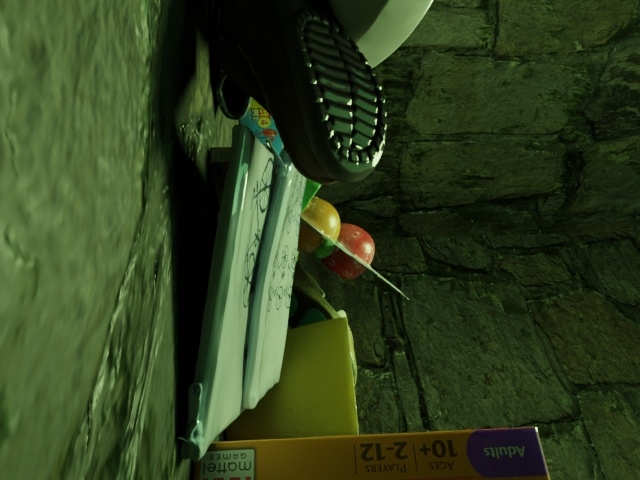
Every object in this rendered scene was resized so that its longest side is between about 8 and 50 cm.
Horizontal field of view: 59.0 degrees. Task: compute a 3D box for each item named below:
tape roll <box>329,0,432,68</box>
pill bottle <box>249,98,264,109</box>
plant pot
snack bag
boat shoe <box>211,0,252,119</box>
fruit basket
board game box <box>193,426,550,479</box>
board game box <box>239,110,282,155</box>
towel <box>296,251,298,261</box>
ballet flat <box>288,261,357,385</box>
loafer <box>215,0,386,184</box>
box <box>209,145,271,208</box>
[{"bbox_3d":[0.018,-0.408,0.718,0.392,0.072,0.393,3,-86,53],"label":"tape roll"},{"bbox_3d":[-0.101,-0.270,1.025,0.065,0.116,0.065,178,-90,-88],"label":"pill bottle"},{"bbox_3d":[-0.047,0.267,0.893,0.212,0.187,0.212,-93,-177,-45],"label":"plant pot"},{"bbox_3d":[-0.069,0.047,0.662,0.342,0.037,0.323,34,64,-82],"label":"snack bag"},{"bbox_3d":[-0.114,-0.260,0.772,0.083,0.065,0.184,-101,-169,-52],"label":"boat shoe"},{"bbox_3d":[0.000,0.000,1.135,0.165,0.353,0.327,-48,-175,1],"label":"fruit basket"},{"bbox_3d":[0.055,0.440,0.619,0.356,0.355,0.357,92,-5,-55],"label":"board game box"},{"bbox_3d":[-0.127,-0.348,1.234,0.302,0.086,0.308,92,-4,-50],"label":"board game box"},{"bbox_3d":[-0.101,0.025,1.544,0.320,0.090,0.375,-81,176,-74],"label":"towel"},{"bbox_3d":[-0.016,0.147,1.145,0.348,0.123,0.123,48,-23,25],"label":"ballet flat"},{"bbox_3d":[-0.038,-0.203,0.636,0.130,0.133,0.366,-37,-121,34],"label":"loafer"},{"bbox_3d":[-0.103,-0.076,0.776,0.136,0.081,0.028,92,-4,-58],"label":"box"}]
